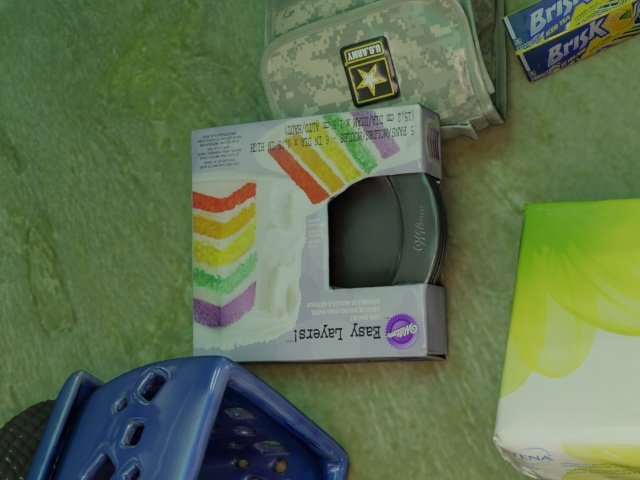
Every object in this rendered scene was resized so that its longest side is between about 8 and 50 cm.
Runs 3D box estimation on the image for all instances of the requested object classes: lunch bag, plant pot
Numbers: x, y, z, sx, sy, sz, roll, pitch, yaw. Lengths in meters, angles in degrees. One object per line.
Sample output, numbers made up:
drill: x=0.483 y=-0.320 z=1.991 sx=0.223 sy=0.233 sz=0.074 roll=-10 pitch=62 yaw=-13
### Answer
lunch bag: x=0.068 y=-0.219 z=1.400 sx=0.235 sy=0.169 sz=0.287 roll=-14 pitch=61 yaw=23
plant pot: x=-0.137 y=0.247 z=1.177 sx=0.212 sy=0.236 sz=0.236 roll=0 pitch=62 yaw=34

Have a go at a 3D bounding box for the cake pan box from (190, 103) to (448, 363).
cake pan box: x=0.000 y=0.000 z=1.306 sx=0.267 sy=0.070 sz=0.245 roll=-3 pitch=85 yaw=24

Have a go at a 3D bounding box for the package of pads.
package of pads: x=0.291 y=0.080 z=1.025 sx=0.297 sy=0.101 sz=0.229 roll=-3 pitch=60 yaw=29

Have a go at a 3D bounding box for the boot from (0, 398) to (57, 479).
boot: x=-0.335 y=0.305 z=1.290 sx=0.118 sy=0.338 sz=0.222 roll=41 pitch=128 yaw=6

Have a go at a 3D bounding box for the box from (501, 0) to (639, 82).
box: x=0.278 y=-0.232 z=1.370 sx=0.169 sy=0.054 sz=0.059 roll=-24 pitch=53 yaw=12
